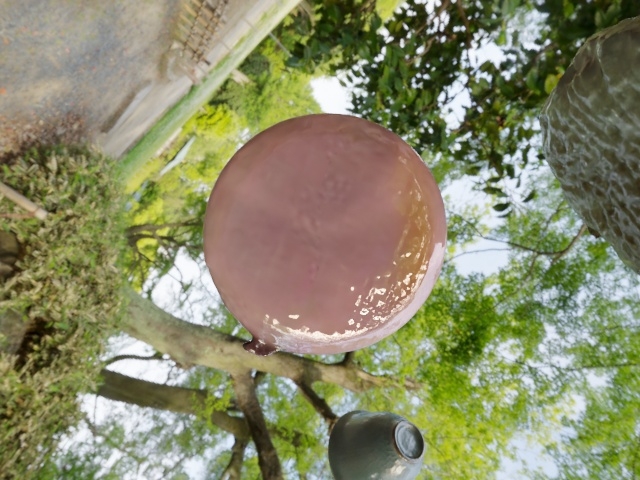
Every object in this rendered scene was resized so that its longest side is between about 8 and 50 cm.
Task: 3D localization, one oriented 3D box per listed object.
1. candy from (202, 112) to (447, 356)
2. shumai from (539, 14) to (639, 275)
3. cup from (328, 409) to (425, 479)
[{"bbox_3d":[0.000,0.000,0.458,0.255,0.255,0.094,-46,-168,4],"label":"candy"},{"bbox_3d":[0.413,-0.103,0.406,0.264,0.309,0.304,-27,178,-7],"label":"shumai"},{"bbox_3d":[0.136,0.429,0.904,0.150,0.199,0.199,-48,-164,42],"label":"cup"}]
